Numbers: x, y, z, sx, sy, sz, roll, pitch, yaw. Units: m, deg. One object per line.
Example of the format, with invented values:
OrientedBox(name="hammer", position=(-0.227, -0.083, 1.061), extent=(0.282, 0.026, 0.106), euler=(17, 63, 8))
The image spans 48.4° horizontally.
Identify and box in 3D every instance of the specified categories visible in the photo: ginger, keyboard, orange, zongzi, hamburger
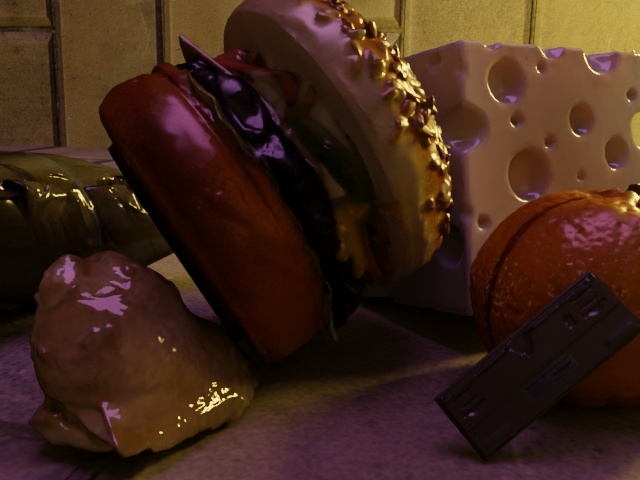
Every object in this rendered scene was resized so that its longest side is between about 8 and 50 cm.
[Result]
OrientedBox(name="ginger", position=(-0.115, 0.066, 0.501), extent=(0.115, 0.123, 0.193), euler=(-6, -1, 24))
OrientedBox(name="keyboard", position=(0.136, 0.077, 0.444), extent=(0.129, 0.049, 0.015), euler=(-40, -12, 0))
OrientedBox(name="orange", position=(0.211, 0.037, 0.539), extent=(0.193, 0.161, 0.193), euler=(-2, 8, 0))
OrientedBox(name="zongzi", position=(-0.315, -0.029, 0.805), extent=(0.323, 0.160, 0.360), euler=(11, 16, 36))
OrientedBox(name="hamburger", position=(-0.028, -0.053, 0.586), extent=(0.225, 0.291, 0.291), euler=(-33, 22, -14))

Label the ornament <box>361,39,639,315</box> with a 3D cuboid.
OrientedBox(name="ornament", position=(0.165, -0.064, 0.754), extent=(0.240, 0.240, 0.239), euler=(-5, 5, -29))
